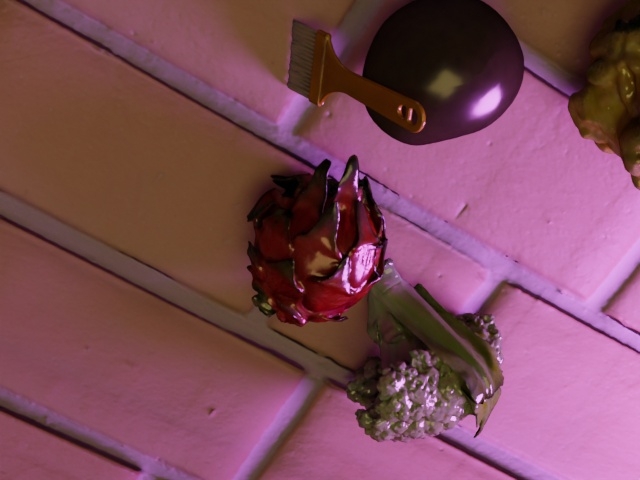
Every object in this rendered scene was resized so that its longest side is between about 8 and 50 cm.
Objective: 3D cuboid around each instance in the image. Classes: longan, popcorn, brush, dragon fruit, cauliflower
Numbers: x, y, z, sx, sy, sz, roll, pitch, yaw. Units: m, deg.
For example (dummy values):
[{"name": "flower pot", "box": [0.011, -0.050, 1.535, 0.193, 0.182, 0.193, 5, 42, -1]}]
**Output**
[{"name": "longan", "box": [0.159, -0.226, 1.850, 0.220, 0.196, 0.196, -18, 118, -3]}, {"name": "popcorn", "box": [0.473, -0.206, 1.879, 0.215, 0.252, 0.286, -11, 160, -45]}, {"name": "brush", "box": [0.044, -0.201, 1.829, 0.013, 0.272, 0.103, -15, 123, -36]}, {"name": "dragon fruit", "box": [0.000, 0.000, 1.951, 0.193, 0.192, 0.274, 23, 110, -22]}, {"name": "cauliflower", "box": [0.139, 0.158, 2.066, 0.256, 0.239, 0.315, -26, 83, -7]}]
